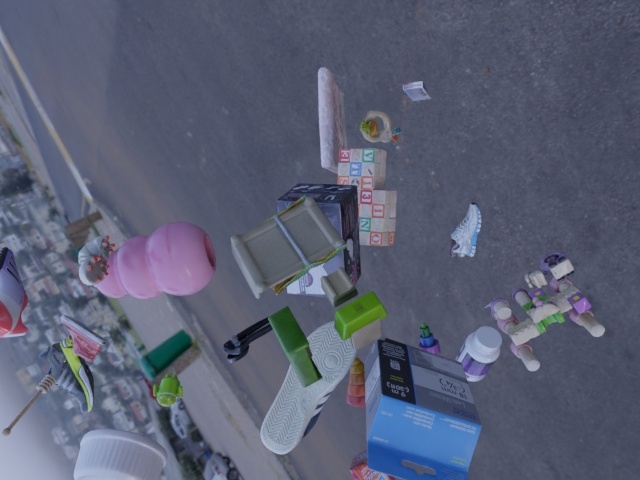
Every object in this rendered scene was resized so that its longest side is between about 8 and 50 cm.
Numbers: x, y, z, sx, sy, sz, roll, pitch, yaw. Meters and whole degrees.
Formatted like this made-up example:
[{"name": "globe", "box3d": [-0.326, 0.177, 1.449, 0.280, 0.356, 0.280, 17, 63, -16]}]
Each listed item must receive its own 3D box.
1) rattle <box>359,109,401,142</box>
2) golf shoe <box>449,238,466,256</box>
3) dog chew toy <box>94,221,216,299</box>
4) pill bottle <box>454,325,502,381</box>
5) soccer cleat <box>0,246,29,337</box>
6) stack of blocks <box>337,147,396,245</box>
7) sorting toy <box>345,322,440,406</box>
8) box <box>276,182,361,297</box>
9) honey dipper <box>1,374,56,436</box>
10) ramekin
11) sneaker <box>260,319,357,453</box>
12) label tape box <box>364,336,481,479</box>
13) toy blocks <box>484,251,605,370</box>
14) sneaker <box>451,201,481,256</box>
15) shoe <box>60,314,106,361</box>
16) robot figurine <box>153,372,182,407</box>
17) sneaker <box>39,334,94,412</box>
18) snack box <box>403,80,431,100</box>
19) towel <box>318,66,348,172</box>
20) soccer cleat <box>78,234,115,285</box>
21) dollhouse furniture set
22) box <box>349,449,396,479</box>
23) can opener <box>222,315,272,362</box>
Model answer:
[{"name": "rattle", "box3d": [0.264, -0.427, 1.960, 0.200, 0.130, 0.143, 28, 175, -27]}, {"name": "golf shoe", "box3d": [0.508, 0.027, 1.792, 0.086, 0.186, 0.067, 6, 103, 13]}, {"name": "dog chew toy", "box3d": [-0.463, 0.070, 1.375, 0.206, 0.332, 0.206, -15, -90, -89]}, {"name": "pill bottle", "box3d": [0.502, 0.356, 1.582, 0.108, 0.108, 0.193, 46, 149, 29]}, {"name": "soccer cleat", "box3d": [-0.954, 0.158, 1.527, 0.108, 0.116, 0.318, -45, 47, 26]}, {"name": "stack of blocks", "box3d": [0.145, -0.137, 1.574, 0.171, 0.087, 0.297, 5, 95, 33]}, {"name": "sorting toy", "box3d": [0.213, 0.350, 1.495, 0.127, 0.365, 0.126, 3, 113, 58]}, {"name": "box", "box3d": [0.000, 0.000, 1.211, 0.163, 0.142, 0.247, 4, 114, 19]}, {"name": "honey dipper", "box3d": [-0.698, 0.393, 1.194, 0.030, 0.160, 0.030, 11, 130, 13]}, {"name": "ramekin", "box3d": [-0.619, 0.698, 1.533, 0.127, 0.273, 0.273, -83, -9, -45]}, {"name": "sneaker", "box3d": [-0.022, 0.349, 1.236, 0.131, 0.350, 0.148, 34, 177, 14]}, {"name": "label tape box", "box3d": [0.230, 0.386, 1.145, 0.333, 0.240, 0.106, -83, 12, -65]}, {"name": "toy blocks", "box3d": [0.688, 0.193, 1.620, 0.309, 0.288, 0.260, 54, -168, -16]}, {"name": "sneaker", "box3d": [0.463, -0.033, 1.601, 0.071, 0.083, 0.190, -81, -8, -62]}, {"name": "shoe", "box3d": [-0.776, 0.312, 1.595, 0.178, 0.081, 0.063, 30, 168, 11]}, {"name": "robot figurine", "box3d": [-0.526, 0.522, 1.732, 0.067, 0.101, 0.115, 96, 179, -48]}, {"name": "sneaker", "box3d": [-0.862, 0.469, 1.717, 0.111, 0.121, 0.300, -145, 41, -63]}, {"name": "snack box", "box3d": [0.323, -0.495, 1.661, 0.064, 0.178, 0.022, 0, 93, 20]}, {"name": "towel", "box3d": [0.049, -0.412, 1.799, 0.317, 0.053, 0.332, -7, -87, -76]}, {"name": "soccer cleat", "box3d": [-0.556, 0.054, 1.213, 0.196, 0.076, 0.068, -108, -4, -60]}, {"name": "dollhouse furniture set", "box3d": [-0.026, 0.090, 0.976, 0.301, 0.197, 0.151, 56, 169, 34]}, {"name": "box", "box3d": [0.186, 0.809, 1.739, 0.257, 0.122, 0.128, 66, 179, -75]}, {"name": "can opener", "box3d": [-0.207, 0.279, 1.467, 0.059, 0.186, 0.073, 39, 145, 21]}]
